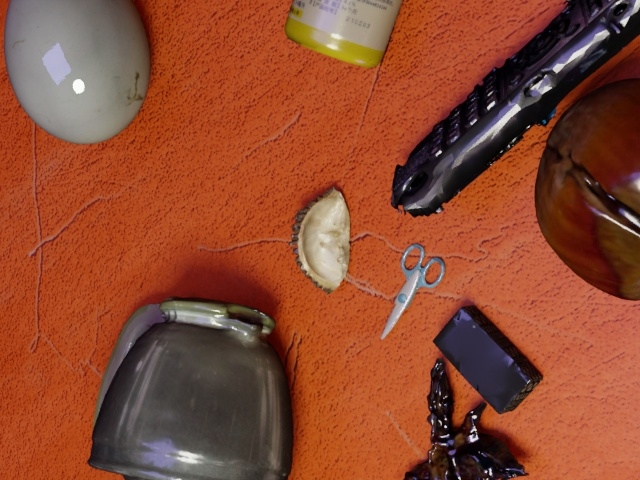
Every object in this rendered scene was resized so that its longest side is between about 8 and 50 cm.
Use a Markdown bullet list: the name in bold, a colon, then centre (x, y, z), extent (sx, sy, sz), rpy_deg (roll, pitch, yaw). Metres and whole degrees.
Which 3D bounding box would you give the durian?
- **durian**: centre (-0.002, 0.000, 1.619), extent (0.066, 0.052, 0.130), rpy_deg (2, 91, 29)

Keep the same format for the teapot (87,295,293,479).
- **teapot**: centre (-0.147, 0.191, 1.654), extent (0.239, 0.321, 0.240), rpy_deg (12, 80, -9)

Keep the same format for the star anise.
- **star anise**: centre (0.164, 0.256, 1.524), extent (0.157, 0.053, 0.213), rpy_deg (23, 101, 30)

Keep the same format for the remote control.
- **remote control**: centre (0.231, -0.168, 1.432), extent (0.062, 0.145, 0.399), rpy_deg (42, 113, -14)

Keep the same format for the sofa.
- **sofa**: centre (0.187, 0.134, 1.516), extent (0.118, 0.039, 0.060), rpy_deg (47, 112, 22)

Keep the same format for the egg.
- **egg**: centre (-0.312, -0.251, 1.726), extent (0.182, 0.183, 0.264), rpy_deg (-20, 75, 30)

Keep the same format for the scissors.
- **scissors**: centre (0.101, 0.065, 1.580), extent (0.058, 0.014, 0.119), rpy_deg (34, 104, 27)

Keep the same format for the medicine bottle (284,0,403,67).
- **medicine bottle**: centre (0.045, -0.315, 1.543), extent (0.121, 0.122, 0.213), rpy_deg (26, 104, 28)

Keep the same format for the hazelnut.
- **hazelnut**: centre (0.304, -0.056, 1.362), extent (0.180, 0.181, 0.212), rpy_deg (33, 119, 6)
